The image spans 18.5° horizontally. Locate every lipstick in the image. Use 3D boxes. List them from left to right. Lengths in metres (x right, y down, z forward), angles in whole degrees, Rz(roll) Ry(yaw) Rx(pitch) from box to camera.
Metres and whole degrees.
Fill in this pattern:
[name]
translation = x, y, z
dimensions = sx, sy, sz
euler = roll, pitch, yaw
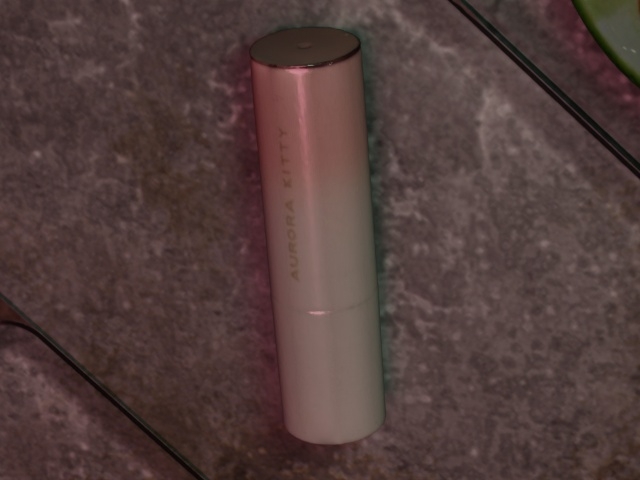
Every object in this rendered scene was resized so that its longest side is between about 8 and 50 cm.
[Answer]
[lipstick]
translation = 0.000, 0.000, 1.552
dimensions = 0.087, 0.087, 0.327
euler = 4, 116, 17

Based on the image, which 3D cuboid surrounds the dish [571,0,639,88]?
[dish]
translation = 0.300, -0.238, 1.281
dimensions = 0.324, 0.124, 0.324
euler = 26, 126, 42
